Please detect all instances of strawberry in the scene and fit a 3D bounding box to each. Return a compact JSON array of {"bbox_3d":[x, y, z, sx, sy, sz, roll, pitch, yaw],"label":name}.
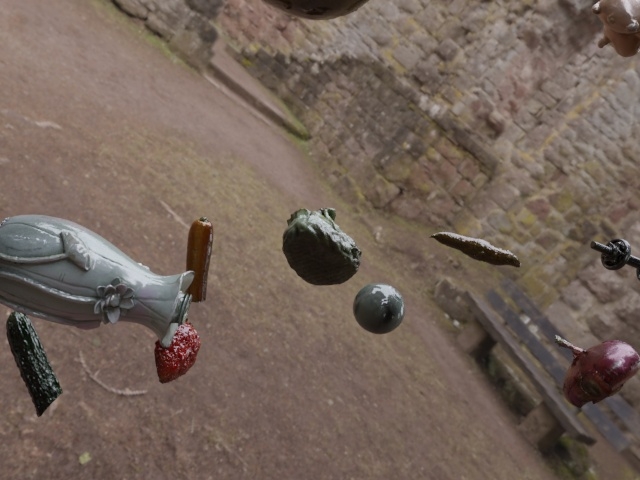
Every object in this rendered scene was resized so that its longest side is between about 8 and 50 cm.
[{"bbox_3d":[-0.363,0.277,1.567,0.146,0.082,0.187,53,32,-33],"label":"strawberry"}]

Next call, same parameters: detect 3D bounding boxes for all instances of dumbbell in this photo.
[{"bbox_3d":[0.736,0.050,1.450,0.253,0.082,0.082,20,19,-18],"label":"dumbbell"}]

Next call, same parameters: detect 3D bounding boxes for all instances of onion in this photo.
[{"bbox_3d":[0.485,0.219,1.121,0.140,0.150,0.150,51,15,19],"label":"onion"}]

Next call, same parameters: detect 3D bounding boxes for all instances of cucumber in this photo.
[{"bbox_3d":[-0.703,0.291,1.501,0.265,0.077,0.077,64,15,4],"label":"cucumber"}]

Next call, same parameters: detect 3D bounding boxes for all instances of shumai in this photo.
[{"bbox_3d":[0.006,0.002,1.351,0.184,0.184,0.142,36,46,-22],"label":"shumai"}]

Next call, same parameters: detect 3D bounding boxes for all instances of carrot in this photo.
[{"bbox_3d":[-0.321,0.048,1.627,0.067,0.225,0.067,6,7,-1],"label":"carrot"}]

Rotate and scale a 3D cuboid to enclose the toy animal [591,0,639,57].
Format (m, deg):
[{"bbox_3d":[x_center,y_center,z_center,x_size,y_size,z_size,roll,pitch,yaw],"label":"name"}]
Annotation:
[{"bbox_3d":[0.396,-0.268,0.787,0.091,0.114,0.082,62,-25,17],"label":"toy animal"}]

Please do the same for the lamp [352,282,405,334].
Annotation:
[{"bbox_3d":[0.115,0.134,1.220,0.105,0.105,0.105,39,13,-11],"label":"lamp"}]

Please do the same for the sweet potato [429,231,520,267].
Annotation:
[{"bbox_3d":[0.439,0.024,1.749,0.273,0.067,0.067,18,13,1],"label":"sweet potato"}]

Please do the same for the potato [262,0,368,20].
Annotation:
[{"bbox_3d":[0.009,-0.374,0.795,0.239,0.299,0.116,47,36,-64],"label":"potato"}]

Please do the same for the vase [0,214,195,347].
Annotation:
[{"bbox_3d":[-0.520,0.095,1.432,0.445,0.250,0.250,18,15,-3],"label":"vase"}]
